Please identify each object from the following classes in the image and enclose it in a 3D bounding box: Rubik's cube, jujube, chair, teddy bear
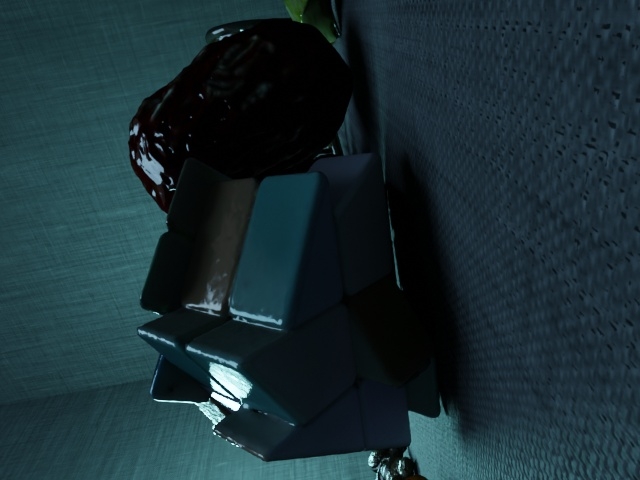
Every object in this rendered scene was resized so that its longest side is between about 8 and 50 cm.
[{"bbox_3d":[-0.039,0.075,0.561,0.368,0.358,0.388,-22,-73,-47],"label":"Rubik's cube"},{"bbox_3d":[-0.125,-0.199,0.709,0.258,0.376,0.258,50,161,23],"label":"jujube"},{"bbox_3d":[-0.121,-0.346,1.176,0.362,0.364,0.411,-99,4,-74],"label":"chair"},{"bbox_3d":[0.156,0.477,0.914,0.119,0.077,0.160,-57,6,-12],"label":"teddy bear"}]

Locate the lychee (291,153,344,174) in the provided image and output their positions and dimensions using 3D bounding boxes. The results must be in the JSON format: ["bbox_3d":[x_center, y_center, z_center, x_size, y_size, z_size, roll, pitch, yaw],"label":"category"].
[{"bbox_3d":[0.004,-0.073,0.815,0.194,0.194,0.195,170,90,-90],"label":"lychee"}]

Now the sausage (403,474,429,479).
[{"bbox_3d":[0.142,0.430,0.633,0.089,0.083,0.300,-120,14,-51],"label":"sausage"}]

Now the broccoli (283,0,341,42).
[{"bbox_3d":[-0.056,-0.457,0.696,0.252,0.221,0.361,44,-179,-2],"label":"broccoli"}]

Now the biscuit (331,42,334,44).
[{"bbox_3d":[0.001,-0.523,0.943,0.126,0.025,0.206,-100,0,-73],"label":"biscuit"}]
